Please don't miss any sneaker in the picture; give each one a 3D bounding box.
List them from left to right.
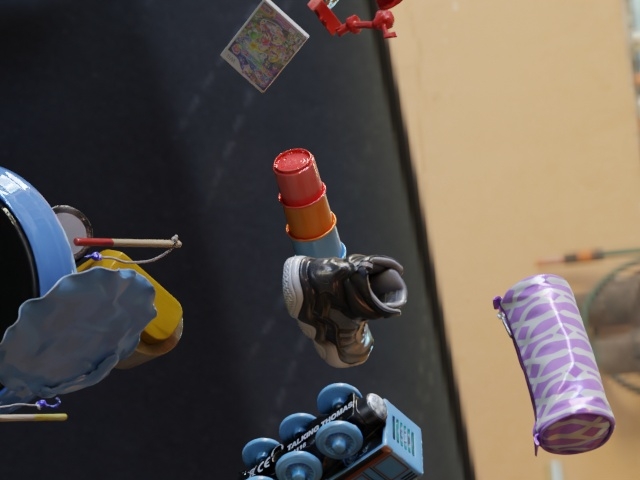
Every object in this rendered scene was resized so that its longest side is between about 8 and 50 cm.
[{"bbox_3d":[0.058,0.101,2.004,0.268,0.153,0.101,52,36,-53],"label":"sneaker"}]

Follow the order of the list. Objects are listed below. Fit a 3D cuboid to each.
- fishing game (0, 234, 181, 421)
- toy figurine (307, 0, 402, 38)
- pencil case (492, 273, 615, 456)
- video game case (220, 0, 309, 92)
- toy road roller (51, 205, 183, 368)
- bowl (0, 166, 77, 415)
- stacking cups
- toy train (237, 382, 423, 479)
[{"bbox_3d":[-0.252,0.089,1.456,0.189,0.264,0.041,1,40,-47],"label":"fishing game"},{"bbox_3d":[0.089,-0.419,1.544,0.217,0.362,0.191,47,-6,-30],"label":"toy figurine"},{"bbox_3d":[0.244,0.127,1.487,0.206,0.088,0.086,-102,-173,-45],"label":"pencil case"},{"bbox_3d":[-0.084,-0.291,2.115,0.087,0.122,0.011,42,32,-1],"label":"video game case"},{"bbox_3d":[-0.412,0.126,2.274,0.329,0.202,0.240,40,58,-15],"label":"toy road roller"},{"bbox_3d":[-0.540,0.076,2.084,0.077,0.391,0.391,-2,86,-65],"label":"bowl"},{"bbox_3d":[0.000,0.000,2.199,0.096,0.096,0.316,-82,164,-51],"label":"stacking cups"},{"bbox_3d":[0.004,0.208,1.288,0.105,0.184,0.080,42,25,-21],"label":"toy train"}]
